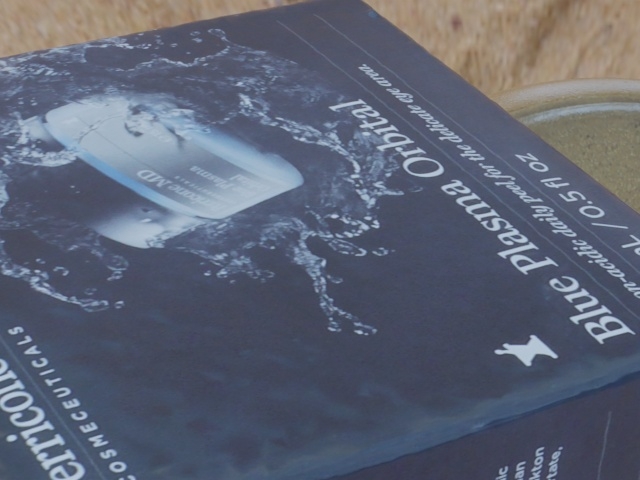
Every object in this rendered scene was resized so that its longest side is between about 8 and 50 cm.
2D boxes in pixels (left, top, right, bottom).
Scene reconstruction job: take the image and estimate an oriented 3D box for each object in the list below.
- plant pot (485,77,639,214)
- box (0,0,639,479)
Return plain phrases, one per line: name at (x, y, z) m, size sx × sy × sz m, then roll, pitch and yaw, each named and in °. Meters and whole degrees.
plant pot at (0.096, 0.041, 0.563) m, size 0.236 × 0.032 × 0.236 m, roll 2°, pitch 58°, yaw -3°
box at (-0.021, 0.031, 0.393) m, size 0.158 × 0.093 × 0.156 m, roll -15°, pitch 38°, yaw -29°
